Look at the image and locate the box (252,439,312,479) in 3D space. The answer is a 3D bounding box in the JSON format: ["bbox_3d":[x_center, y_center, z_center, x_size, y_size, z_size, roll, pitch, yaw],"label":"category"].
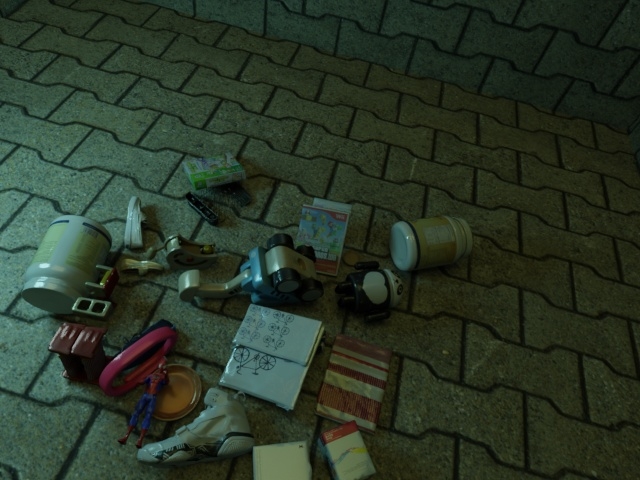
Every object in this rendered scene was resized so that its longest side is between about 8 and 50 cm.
[{"bbox_3d":[-0.123,0.755,1.447,0.182,0.119,0.181,-1,54,-10],"label":"box"}]

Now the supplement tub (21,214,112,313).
[{"bbox_3d":[-0.962,0.091,1.726,0.235,0.235,0.324,7,53,-4],"label":"supplement tub"}]

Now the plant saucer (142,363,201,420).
[{"bbox_3d":[-0.520,0.537,1.594,0.200,0.037,0.200,4,53,-5],"label":"plant saucer"}]

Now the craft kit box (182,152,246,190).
[{"bbox_3d":[-0.514,-0.337,2.178,0.247,0.061,0.250,-19,37,-19],"label":"craft kit box"}]

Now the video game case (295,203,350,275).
[{"bbox_3d":[0.000,0.000,1.957,0.204,0.285,0.025,11,12,-1],"label":"video game case"}]

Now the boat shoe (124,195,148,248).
[{"bbox_3d":[-0.798,-0.077,1.978,0.084,0.095,0.258,2,64,-13],"label":"boat shoe"}]

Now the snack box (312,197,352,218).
[{"bbox_3d":[0.038,-0.087,2.040,0.175,0.207,0.070,11,50,0],"label":"snack box"}]

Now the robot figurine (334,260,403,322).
[{"bbox_3d":[0.205,0.208,1.869,0.278,0.209,0.173,-6,19,-13],"label":"robot figurine"}]

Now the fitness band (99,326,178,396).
[{"bbox_3d":[-0.617,0.417,1.558,0.054,0.209,0.291,40,58,18],"label":"fitness band"}]

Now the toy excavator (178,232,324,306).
[{"bbox_3d":[-0.275,0.167,1.808,0.433,0.445,0.222,30,36,-46],"label":"toy excavator"}]

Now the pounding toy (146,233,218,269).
[{"bbox_3d":[-0.569,0.021,1.865,0.270,0.154,0.154,1,52,-30],"label":"pounding toy"}]

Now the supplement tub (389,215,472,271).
[{"bbox_3d":[0.492,0.009,2.032,0.316,0.228,0.228,-8,56,-15],"label":"supplement tub"}]

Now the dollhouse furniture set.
[{"bbox_3d":[-0.795,0.299,1.632,0.152,0.201,0.374,11,47,-1],"label":"dollhouse furniture set"}]

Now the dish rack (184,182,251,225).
[{"bbox_3d":[-0.468,-0.196,2.121,0.208,0.074,0.271,40,57,18],"label":"dish rack"}]

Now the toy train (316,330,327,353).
[{"bbox_3d":[-0.065,0.389,1.754,0.184,0.080,0.105,-1,58,-6],"label":"toy train"}]

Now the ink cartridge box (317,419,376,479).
[{"bbox_3d":[0.084,0.719,1.502,0.127,0.128,0.176,-14,57,-19],"label":"ink cartridge box"}]

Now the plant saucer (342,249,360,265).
[{"bbox_3d":[0.141,0.082,2.053,0.083,0.015,0.083,5,54,-6],"label":"plant saucer"}]

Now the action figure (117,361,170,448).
[{"bbox_3d":[-0.574,0.520,1.494,0.092,0.139,0.280,14,50,0],"label":"action figure"}]

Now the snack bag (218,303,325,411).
[{"bbox_3d":[-0.186,0.418,1.670,0.323,0.037,0.342,12,59,19],"label":"snack bag"}]

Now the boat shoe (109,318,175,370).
[{"bbox_3d":[-0.659,0.384,1.660,0.089,0.109,0.258,34,39,24],"label":"boat shoe"}]

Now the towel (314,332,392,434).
[{"bbox_3d":[0.129,0.532,1.708,0.237,0.037,0.329,19,55,2],"label":"towel"}]

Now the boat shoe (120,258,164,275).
[{"bbox_3d":[-0.734,0.117,1.860,0.170,0.063,0.059,7,68,-6],"label":"boat shoe"}]

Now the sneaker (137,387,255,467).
[{"bbox_3d":[-0.406,0.616,1.493,0.366,0.137,0.210,-1,56,-17],"label":"sneaker"}]
